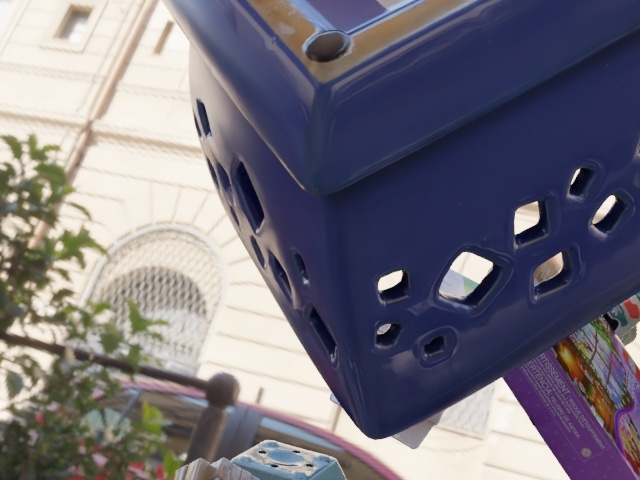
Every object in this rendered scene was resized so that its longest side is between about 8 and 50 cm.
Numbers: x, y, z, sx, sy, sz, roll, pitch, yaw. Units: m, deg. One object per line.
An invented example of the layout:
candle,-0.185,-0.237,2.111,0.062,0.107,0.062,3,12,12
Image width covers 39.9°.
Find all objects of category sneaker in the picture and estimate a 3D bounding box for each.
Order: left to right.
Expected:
sneaker,0.417,0.119,1.264,0.075,0.057,0.161,-20,-25,-11

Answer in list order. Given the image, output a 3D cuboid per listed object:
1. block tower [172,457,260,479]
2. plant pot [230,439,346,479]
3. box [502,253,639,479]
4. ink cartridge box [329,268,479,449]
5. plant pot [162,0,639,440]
block tower,-0.051,0.416,1.191,0.335,0.097,0.091,37,-49,-23
plant pot,-0.075,0.496,1.531,0.247,0.252,0.248,11,7,22
box,0.256,0.118,0.915,0.057,0.293,0.201,-34,-92,23
ink cartridge box,0.191,0.204,1.685,0.207,0.353,0.119,27,-44,19
plant pot,0.054,-0.079,0.473,0.236,0.236,0.212,54,-11,41
